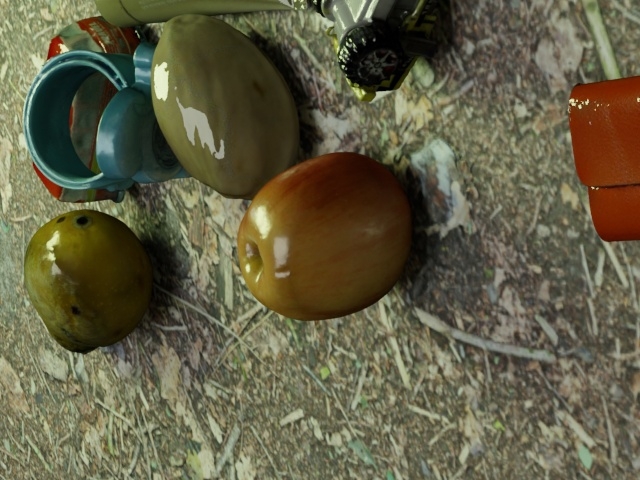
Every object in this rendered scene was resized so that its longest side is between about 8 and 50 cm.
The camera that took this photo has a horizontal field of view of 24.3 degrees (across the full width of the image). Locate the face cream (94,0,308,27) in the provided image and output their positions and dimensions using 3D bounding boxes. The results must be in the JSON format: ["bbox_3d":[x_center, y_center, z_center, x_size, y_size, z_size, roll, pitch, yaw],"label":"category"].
[{"bbox_3d":[-0.137,-0.311,1.718,0.341,0.084,0.137,-3,98,48],"label":"face cream"}]

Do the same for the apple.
[{"bbox_3d":[0.000,0.000,1.548,0.199,0.199,0.199,26,124,48],"label":"apple"}]

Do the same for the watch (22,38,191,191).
[{"bbox_3d":[-0.255,-0.153,1.799,0.193,0.211,0.211,11,114,24],"label":"watch"}]

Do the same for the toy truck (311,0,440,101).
[{"bbox_3d":[0.077,-0.263,1.395,0.286,0.111,0.136,-65,35,41],"label":"toy truck"}]

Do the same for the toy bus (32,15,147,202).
[{"bbox_3d":[-0.306,-0.174,1.967,0.121,0.120,0.265,50,138,35],"label":"toy bus"}]

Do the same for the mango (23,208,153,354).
[{"bbox_3d":[-0.327,0.059,2.072,0.329,0.175,0.177,141,134,-74],"label":"mango"}]

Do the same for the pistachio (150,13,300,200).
[{"bbox_3d":[-0.109,-0.151,1.687,0.153,0.138,0.238,-36,73,10],"label":"pistachio"}]

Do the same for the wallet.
[{"bbox_3d":[0.295,-0.070,1.218,0.204,0.045,0.142,-3,101,55],"label":"wallet"}]
